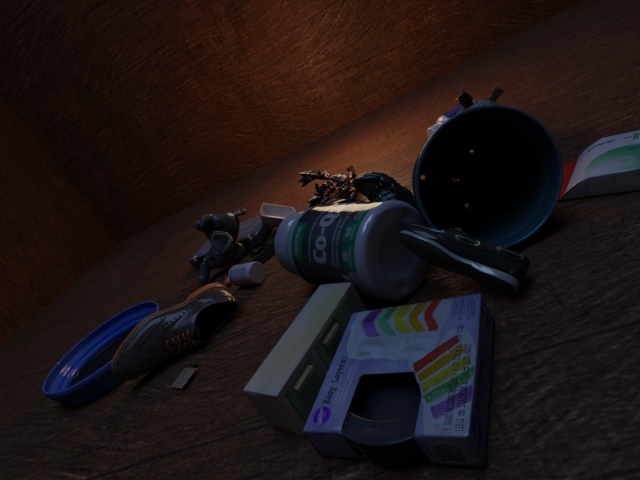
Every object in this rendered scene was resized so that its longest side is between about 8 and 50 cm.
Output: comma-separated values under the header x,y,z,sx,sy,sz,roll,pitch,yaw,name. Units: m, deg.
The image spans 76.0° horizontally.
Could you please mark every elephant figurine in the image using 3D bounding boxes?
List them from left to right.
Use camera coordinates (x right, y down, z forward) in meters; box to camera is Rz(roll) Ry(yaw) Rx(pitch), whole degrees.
x,y,z,sx,sy,sz,roll,pitch,yaw,name
-0.363,0.025,1.515,0.169,0.240,0.186,-1,-26,-42,elephant figurine

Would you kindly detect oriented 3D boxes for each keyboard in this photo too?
x,y,z,sx,sy,sz,roll,pitch,yaw,name
-0.208,0.042,1.445,0.192,0.038,0.100,-42,24,-30,keyboard

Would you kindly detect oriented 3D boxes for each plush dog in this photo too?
x,y,z,sx,sy,sz,roll,pitch,yaw,name
0.450,-0.282,1.164,0.262,0.210,0.226,-15,52,36,plush dog

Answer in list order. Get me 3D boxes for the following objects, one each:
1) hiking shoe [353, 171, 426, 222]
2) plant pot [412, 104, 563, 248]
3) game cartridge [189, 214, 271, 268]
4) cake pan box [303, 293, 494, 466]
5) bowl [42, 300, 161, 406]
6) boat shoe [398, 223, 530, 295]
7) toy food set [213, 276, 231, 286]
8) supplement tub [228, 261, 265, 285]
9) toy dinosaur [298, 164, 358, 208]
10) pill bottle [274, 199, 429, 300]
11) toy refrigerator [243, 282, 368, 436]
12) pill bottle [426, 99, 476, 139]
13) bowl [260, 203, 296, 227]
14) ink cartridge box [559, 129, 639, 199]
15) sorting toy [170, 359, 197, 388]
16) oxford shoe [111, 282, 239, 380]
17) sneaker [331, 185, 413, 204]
x,y,z,sx,sy,sz,roll,pitch,yaw,name
0.172,-0.094,1.061,0.226,0.086,0.114,31,57,17,hiking shoe
0.318,-0.134,0.886,0.271,0.272,0.255,-27,8,7,plant pot
-0.356,-0.006,1.715,0.354,0.068,0.230,-19,20,25,game cartridge
0.125,0.205,0.622,0.245,0.070,0.267,-17,25,35,cake pan box
-0.664,0.349,1.293,0.391,0.077,0.391,-25,22,11,bowl
0.254,0.019,0.742,0.227,0.081,0.069,27,73,27,boat shoe
-0.331,0.149,1.392,0.077,0.019,0.122,-33,14,-9,toy food set
-0.232,0.106,1.289,0.107,0.071,0.071,-11,28,39,supplement tub
0.053,-0.187,1.538,0.218,0.165,0.322,2,17,29,toy dinosaur
0.053,0.014,0.946,0.204,0.204,0.361,-41,24,-27,pill bottle
-0.007,0.202,0.747,0.094,0.102,0.269,-10,28,41,toy refrigerator
0.482,-0.412,1.469,0.186,0.112,0.112,-30,21,-3,pill bottle
-0.168,-0.092,1.608,0.141,0.053,0.142,7,23,-8,bowl
0.565,-0.155,0.879,0.224,0.056,0.181,-4,33,45,ink cartridge box
-0.321,0.324,0.996,0.062,0.012,0.083,-17,28,42,sorting toy
-0.384,0.247,1.099,0.363,0.130,0.132,-39,29,-22,oxford shoe
0.153,-0.077,1.162,0.267,0.101,0.106,-19,39,-13,sneaker
